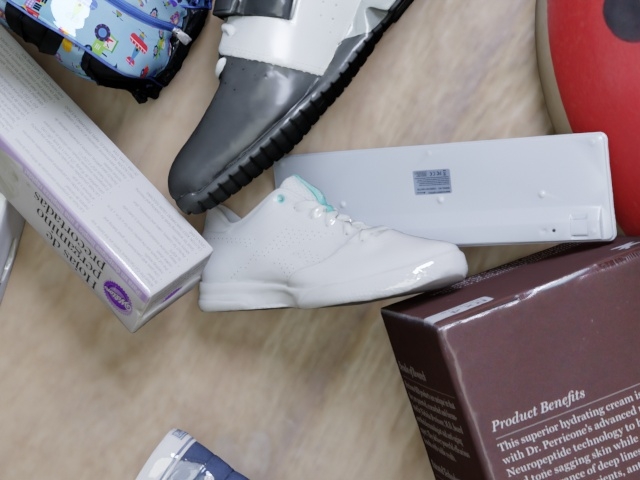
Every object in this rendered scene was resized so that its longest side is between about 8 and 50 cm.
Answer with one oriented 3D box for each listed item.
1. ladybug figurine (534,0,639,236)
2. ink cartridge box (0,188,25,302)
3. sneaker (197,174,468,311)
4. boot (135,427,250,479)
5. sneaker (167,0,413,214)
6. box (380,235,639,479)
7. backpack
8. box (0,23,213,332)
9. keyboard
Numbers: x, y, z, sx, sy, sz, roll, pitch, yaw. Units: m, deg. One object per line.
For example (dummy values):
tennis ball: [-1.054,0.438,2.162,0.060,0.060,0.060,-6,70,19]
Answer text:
ladybug figurine: [0.324,-0.083,1.144,0.305,0.162,0.449,-43,90,7]
ink cartridge box: [-0.299,-0.008,1.248,0.150,0.063,0.109,17,95,3]
sneaker: [0.000,0.000,1.190,0.212,0.080,0.094,-4,87,32]
boot: [-0.121,0.237,1.249,0.086,0.069,0.190,32,95,7]
sneaker: [-0.022,-0.172,1.192,0.146,0.122,0.330,38,87,1]
box: [0.163,0.117,1.150,0.168,0.167,0.203,-19,94,-10]
backpack: [-0.158,-0.175,1.169,0.158,0.173,0.117,33,96,2]
box: [-0.210,-0.078,1.201,0.324,0.063,0.067,45,57,8]
keyboard: [0.079,-0.031,1.189,0.256,0.014,0.072,-3,92,30]
